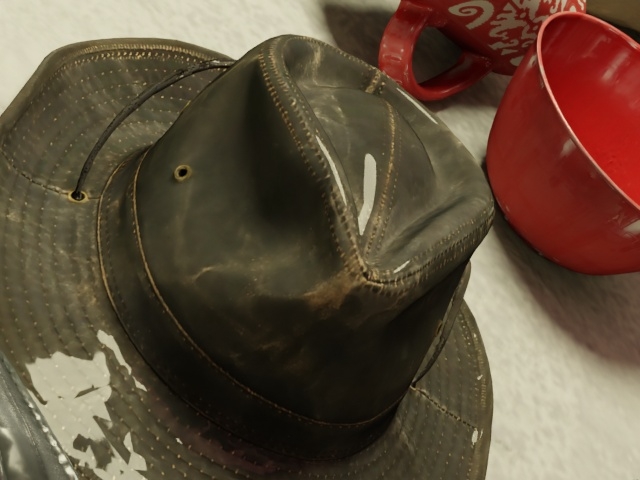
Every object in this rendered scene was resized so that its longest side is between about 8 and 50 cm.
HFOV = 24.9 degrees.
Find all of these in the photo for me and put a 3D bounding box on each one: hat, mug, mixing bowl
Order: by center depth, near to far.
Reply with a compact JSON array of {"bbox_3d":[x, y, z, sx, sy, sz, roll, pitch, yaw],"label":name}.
[{"bbox_3d":[0.000,0.000,0.672,0.331,0.134,0.331,29,39,-27],"label":"hat"},{"bbox_3d":[0.173,-0.045,0.925,0.181,0.098,0.181,27,39,-25],"label":"mixing bowl"},{"bbox_3d":[0.092,-0.166,0.943,0.113,0.150,0.169,53,12,27],"label":"mug"}]

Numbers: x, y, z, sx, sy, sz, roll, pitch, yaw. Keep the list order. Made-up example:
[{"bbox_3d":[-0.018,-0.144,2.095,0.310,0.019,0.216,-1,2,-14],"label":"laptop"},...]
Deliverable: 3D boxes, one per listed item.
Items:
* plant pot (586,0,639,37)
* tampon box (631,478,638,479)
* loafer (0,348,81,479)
[{"bbox_3d":[0.254,-0.262,1.123,0.229,0.263,0.263,0,55,-26],"label":"plant pot"},{"bbox_3d":[0.128,0.210,0.615,0.161,0.120,0.101,51,35,5],"label":"tampon box"},{"bbox_3d":[-0.094,0.130,0.503,0.078,0.076,0.223,-2,63,-54],"label":"loafer"}]
